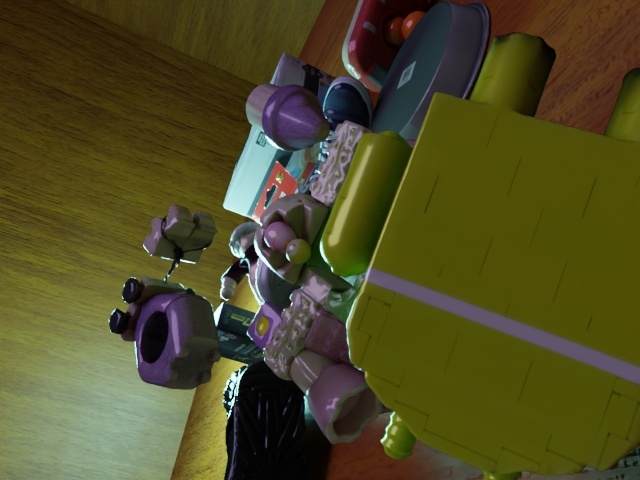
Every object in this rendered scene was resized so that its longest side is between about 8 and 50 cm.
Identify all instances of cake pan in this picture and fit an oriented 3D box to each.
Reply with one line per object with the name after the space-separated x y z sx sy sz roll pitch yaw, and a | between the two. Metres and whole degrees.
0.164 -0.259 0.850 0.293 0.054 0.293 -159 90 -76 | cake pan

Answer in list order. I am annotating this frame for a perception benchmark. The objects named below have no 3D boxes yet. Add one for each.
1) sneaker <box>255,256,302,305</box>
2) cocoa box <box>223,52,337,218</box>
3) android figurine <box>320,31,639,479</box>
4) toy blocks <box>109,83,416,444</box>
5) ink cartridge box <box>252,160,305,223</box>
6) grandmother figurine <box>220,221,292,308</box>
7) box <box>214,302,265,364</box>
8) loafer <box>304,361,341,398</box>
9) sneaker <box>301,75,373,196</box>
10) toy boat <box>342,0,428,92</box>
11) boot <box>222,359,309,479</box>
0.000 0.000 0.871 0.281 0.105 0.115 -52 40 -8 | sneaker
-0.063 -0.226 1.270 0.231 0.227 0.347 -87 23 -51 | cocoa box
0.120 0.017 0.312 0.056 0.248 0.273 30 -101 -74 | android figurine
0.048 0.044 0.438 0.260 0.309 0.289 36 104 46 | toy blocks
-0.076 -0.039 1.151 0.056 0.225 0.181 -21 -30 -48 | ink cartridge box
-0.111 0.062 1.055 0.342 0.207 0.104 -130 26 -54 | grandmother figurine
-0.157 0.217 1.117 0.232 0.183 0.059 137 149 -58 | box
0.019 0.165 0.782 0.251 0.094 0.087 112 143 -46 | loafer
0.026 -0.158 0.982 0.282 0.099 0.153 97 -164 -48 | sneaker
0.151 -0.405 0.986 0.151 0.151 0.231 16 86 45 | toy boat
-0.099 0.363 0.819 0.260 0.131 0.348 130 148 -66 | boot
